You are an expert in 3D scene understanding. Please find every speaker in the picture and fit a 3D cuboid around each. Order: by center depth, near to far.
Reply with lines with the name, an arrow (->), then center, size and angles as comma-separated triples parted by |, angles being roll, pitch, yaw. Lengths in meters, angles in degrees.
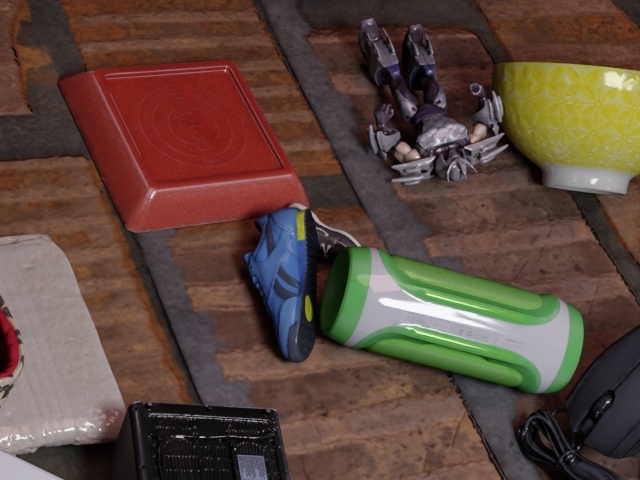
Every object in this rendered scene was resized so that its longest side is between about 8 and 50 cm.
speaker -> 0.155, 0.095, 1.954 | 0.297, 0.131, 0.131 | 15, 45, -13

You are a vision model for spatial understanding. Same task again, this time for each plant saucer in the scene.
plant saucer -> -0.165, -0.134, 2.067 | 0.259, 0.047, 0.258 | -8, 54, -31

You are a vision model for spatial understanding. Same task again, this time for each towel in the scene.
towel -> -0.332, 0.111, 1.759 | 0.187, 0.049, 0.282 | -6, 51, -28

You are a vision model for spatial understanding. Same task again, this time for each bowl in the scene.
bowl -> 0.366, -0.145, 2.234 | 0.289, 0.289, 0.156 | 8, 90, -20

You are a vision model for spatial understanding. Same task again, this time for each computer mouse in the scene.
computer mouse -> 0.361, 0.176, 1.886 | 0.272, 0.072, 0.188 | -43, 46, -4

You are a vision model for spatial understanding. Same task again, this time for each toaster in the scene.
toaster -> -0.116, 0.264, 1.678 | 0.168, 0.110, 0.185 | 5, 48, -22

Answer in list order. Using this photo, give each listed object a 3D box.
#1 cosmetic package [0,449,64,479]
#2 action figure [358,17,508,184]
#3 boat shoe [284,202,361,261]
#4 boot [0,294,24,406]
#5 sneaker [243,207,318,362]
cosmetic package -> -0.299, 0.344, 1.433 | 0.138, 0.224, 0.224 | 25, 45, -2
action figure -> 0.139, -0.178, 2.211 | 0.185, 0.099, 0.285 | -9, 48, -17
boat shoe -> 0.000, 0.000, 2.024 | 0.125, 0.046, 0.038 | 37, 44, 14
boot -> -0.430, 0.094, 1.553 | 0.138, 0.284, 0.377 | -28, 68, -41
sneaker -> -0.048, 0.055, 1.948 | 0.082, 0.069, 0.209 | -8, 56, 11
